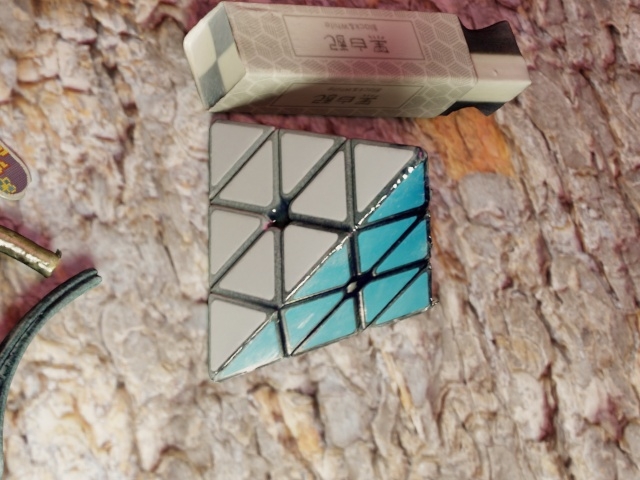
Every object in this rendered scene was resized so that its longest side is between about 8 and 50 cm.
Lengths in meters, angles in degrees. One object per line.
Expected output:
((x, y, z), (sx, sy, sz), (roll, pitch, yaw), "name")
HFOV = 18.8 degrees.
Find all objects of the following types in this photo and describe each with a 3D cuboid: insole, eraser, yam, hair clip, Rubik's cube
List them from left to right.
((-0.353, -0.117, 1.887), (0.197, 0.004, 0.065), (51, 46, 1), "insole")
((-0.308, -0.008, 1.838), (0.129, 0.027, 0.033), (31, 59, -15), "yam")
((-0.274, 0.108, 1.780), (0.083, 0.048, 0.275), (34, 47, -9), "hair clip")
((0.002, 0.000, 1.979), (0.228, 0.233, 0.228), (-83, 169, -76), "Rubik's cube")
((0.047, -0.197, 2.163), (0.404, 0.098, 0.096), (-1, 65, -36), "eraser")
